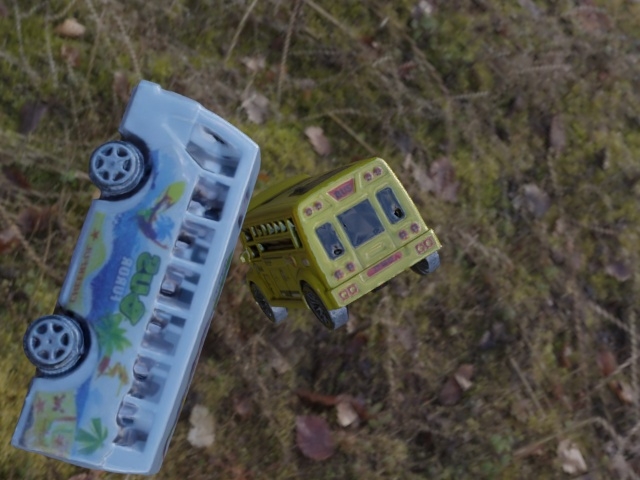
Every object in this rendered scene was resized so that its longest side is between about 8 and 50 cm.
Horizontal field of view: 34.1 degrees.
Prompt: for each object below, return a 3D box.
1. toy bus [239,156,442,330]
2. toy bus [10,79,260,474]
[{"bbox_3d":[0.000,0.000,1.168,0.145,0.331,0.151,-32,98,-16],"label":"toy bus"},{"bbox_3d":[-0.155,0.035,0.904,0.136,0.109,0.330,17,79,3],"label":"toy bus"}]
